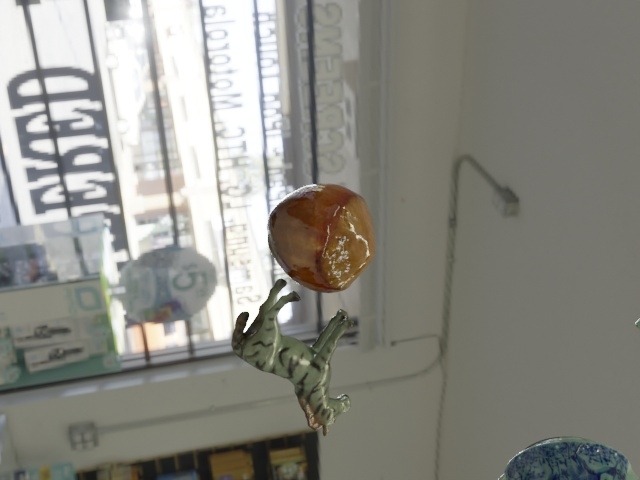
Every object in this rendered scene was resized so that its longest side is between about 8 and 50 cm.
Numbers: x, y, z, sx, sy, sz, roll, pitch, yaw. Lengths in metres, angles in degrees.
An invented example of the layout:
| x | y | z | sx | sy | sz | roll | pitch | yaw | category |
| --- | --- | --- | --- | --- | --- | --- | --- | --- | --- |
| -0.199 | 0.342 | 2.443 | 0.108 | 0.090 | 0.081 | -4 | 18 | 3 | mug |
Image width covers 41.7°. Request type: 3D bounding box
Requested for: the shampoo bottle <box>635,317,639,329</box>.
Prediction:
| x | y | z | sx | sy | sz | roll | pitch | yaw | category |
| --- | --- | --- | --- | --- | --- | --- | --- | --- | --- |
| 0.714 | 0.112 | 1.684 | 0.190 | 0.069 | 0.041 | -54 | -137 | 24 | shampoo bottle |

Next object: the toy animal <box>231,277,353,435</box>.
| x | y | z | sx | sy | sz | roll | pitch | yaw | category |
| --- | --- | --- | --- | --- | --- | --- | --- | --- | --- |
| -0.016 | 0.176 | 1.321 | 0.255 | 0.170 | 0.090 | 48 | -3 | -15 | toy animal |

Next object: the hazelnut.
| x | y | z | sx | sy | sz | roll | pitch | yaw | category |
| --- | --- | --- | --- | --- | --- | --- | --- | --- | --- |
| 0.000 | 0.000 | 1.314 | 0.182 | 0.182 | 0.182 | 172 | -90 | -80 | hazelnut |

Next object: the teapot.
| x | y | z | sx | sy | sz | roll | pitch | yaw | category |
| --- | --- | --- | --- | --- | --- | --- | --- | --- | --- |
| 0.308 | 0.337 | 1.044 | 0.159 | 0.232 | 0.158 | -8 | 90 | -76 | teapot |
